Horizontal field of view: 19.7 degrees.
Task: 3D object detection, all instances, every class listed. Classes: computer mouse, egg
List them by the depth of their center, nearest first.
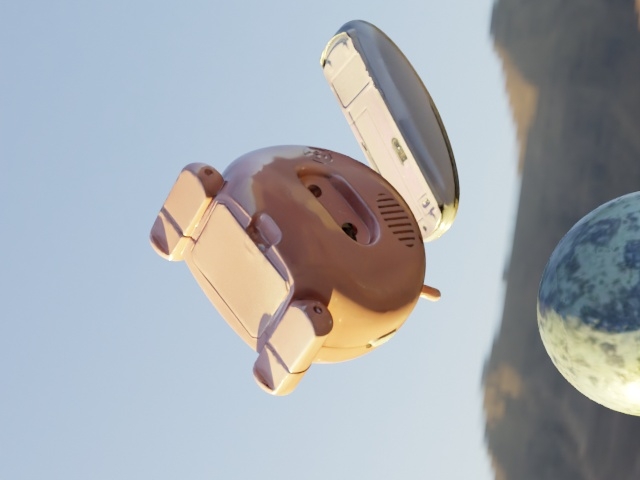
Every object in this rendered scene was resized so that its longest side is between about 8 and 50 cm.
[{"bbox_3d":[0.209,0.033,1.064,0.132,0.172,0.132,46,-144,-48],"label":"egg"},{"bbox_3d":[0.080,-0.116,1.933,0.245,0.056,0.126,64,155,10],"label":"computer mouse"}]

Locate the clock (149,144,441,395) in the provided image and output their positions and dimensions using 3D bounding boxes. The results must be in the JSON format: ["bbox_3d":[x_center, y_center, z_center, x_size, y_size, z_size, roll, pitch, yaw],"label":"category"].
[{"bbox_3d":[0.000,0.000,1.747,0.241,0.227,0.142,-20,-27,-43],"label":"clock"}]
